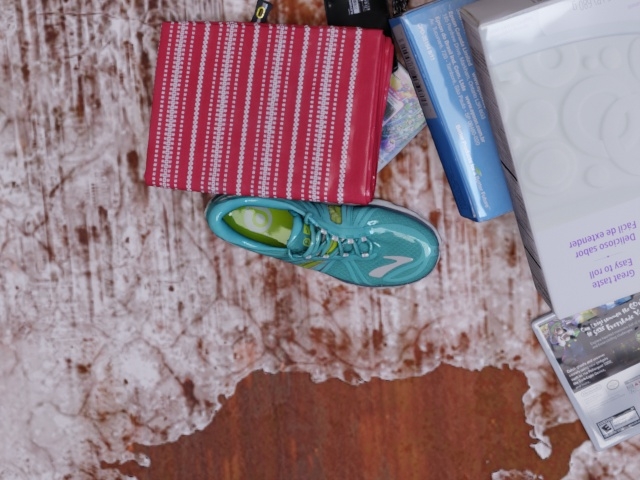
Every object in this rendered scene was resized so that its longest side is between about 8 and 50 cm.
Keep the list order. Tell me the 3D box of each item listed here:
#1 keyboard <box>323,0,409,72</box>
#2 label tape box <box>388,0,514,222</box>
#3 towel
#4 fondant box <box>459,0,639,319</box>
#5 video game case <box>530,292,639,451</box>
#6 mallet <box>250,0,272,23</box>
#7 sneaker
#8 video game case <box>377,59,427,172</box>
[{"bbox_3d":[0.055,-0.274,1.743,0.100,0.038,0.192,-10,87,15],"label":"keyboard"},{"bbox_3d":[0.274,-0.190,1.681,0.334,0.106,0.240,-21,96,-4],"label":"label tape box"},{"bbox_3d":[-0.060,-0.146,1.732,0.275,0.031,0.199,5,87,16],"label":"towel"},{"bbox_3d":[0.303,-0.114,1.572,0.238,0.096,0.330,-19,112,-2],"label":"fondant box"},{"bbox_3d":[0.366,0.128,1.772,0.190,0.022,0.173,-27,95,12],"label":"video game case"},{"bbox_3d":[-0.088,-0.182,1.778,0.062,0.039,0.189,28,98,4],"label":"mallet"},{"bbox_3d":[0.000,0.000,1.756,0.275,0.110,0.107,10,100,5],"label":"sneaker"},{"bbox_3d":[0.037,-0.159,1.772,0.157,0.019,0.143,45,101,0],"label":"video game case"}]
